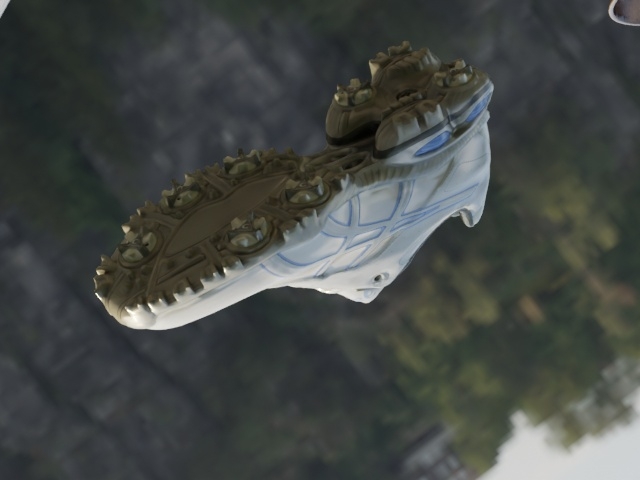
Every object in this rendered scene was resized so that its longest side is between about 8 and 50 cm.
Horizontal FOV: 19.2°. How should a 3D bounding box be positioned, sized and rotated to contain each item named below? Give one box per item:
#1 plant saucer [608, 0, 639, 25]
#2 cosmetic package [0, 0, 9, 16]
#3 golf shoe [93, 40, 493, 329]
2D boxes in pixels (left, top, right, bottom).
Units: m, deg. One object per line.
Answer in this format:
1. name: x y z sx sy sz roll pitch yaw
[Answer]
1. plant saucer: 0.238 -0.164 1.055 0.168 0.029 0.168 -15 171 -2
2. cosmetic package: -0.294 -0.282 0.833 0.327 0.329 0.394 -5 150 -36
3. golf shoe: 0.000 0.000 0.719 0.176 0.086 0.069 -31 -143 -21
